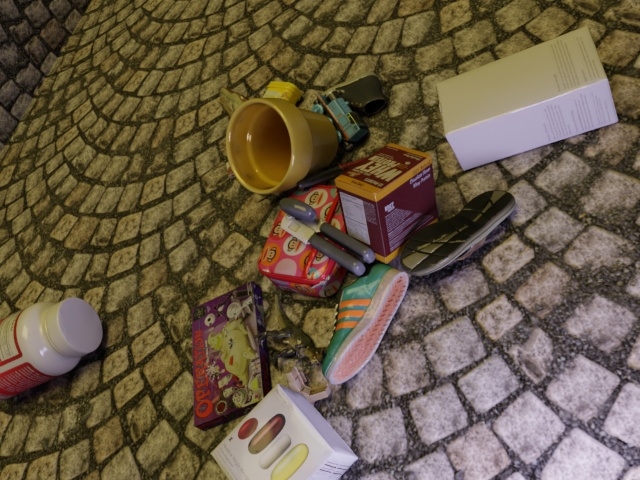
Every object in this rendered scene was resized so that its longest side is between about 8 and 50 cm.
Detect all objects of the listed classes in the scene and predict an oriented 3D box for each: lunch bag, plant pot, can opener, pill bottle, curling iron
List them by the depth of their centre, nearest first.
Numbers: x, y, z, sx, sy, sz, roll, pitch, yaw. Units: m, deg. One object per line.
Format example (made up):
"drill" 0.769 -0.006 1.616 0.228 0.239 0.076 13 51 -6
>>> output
"can opener" 0.001 -0.018 1.505 0.283 0.095 0.076 32 77 38
"lunch bag" 0.000 0.000 1.633 0.258 0.120 0.293 8 64 32
"curling iron" 0.068 -0.187 1.683 0.274 0.035 0.068 -16 21 -12
"plant pot" -0.088 -0.265 1.739 0.254 0.239 0.253 12 110 38
"pill bottle" -0.871 0.322 1.910 0.408 0.229 0.228 -24 49 18

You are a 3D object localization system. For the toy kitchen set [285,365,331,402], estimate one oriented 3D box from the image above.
"toy kitchen set" -0.025 0.318 1.460 0.075 0.083 0.068 -22 9 20

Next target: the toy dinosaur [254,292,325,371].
"toy dinosaur" -0.087 0.242 1.556 0.118 0.064 0.268 -34 45 -10

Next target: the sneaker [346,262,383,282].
"sneaker" 0.109 0.068 1.537 0.098 0.069 0.038 -24 50 18

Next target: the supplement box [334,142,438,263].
"supplement box" 0.159 -0.090 1.485 0.191 0.194 0.129 -35 40 -28

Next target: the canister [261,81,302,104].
"canister" -0.151 -0.422 2.050 0.126 0.073 0.169 16 71 41

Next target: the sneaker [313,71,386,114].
"sneaker" 0.080 -0.400 1.872 0.222 0.083 0.118 -29 53 18

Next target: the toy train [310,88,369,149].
"toy train" 0.052 -0.350 1.822 0.105 0.080 0.184 -40 74 25

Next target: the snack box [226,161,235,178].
"snack box" -0.219 -0.262 2.019 0.178 0.022 0.064 -28 47 16

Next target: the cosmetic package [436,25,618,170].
"cosmetic package" 0.478 -0.331 1.506 0.366 0.155 0.196 -17 51 25

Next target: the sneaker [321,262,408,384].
"sneaker" 0.078 0.182 1.452 0.121 0.108 0.302 22 69 38

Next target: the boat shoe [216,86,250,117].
"boat shoe" -0.289 -0.445 2.110 0.089 0.105 0.285 -64 22 7

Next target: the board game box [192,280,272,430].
"board game box" -0.234 0.289 1.633 0.208 0.056 0.346 -29 48 20

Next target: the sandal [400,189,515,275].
"sandal" 0.322 -0.004 1.443 0.303 0.086 0.120 -31 40 -8

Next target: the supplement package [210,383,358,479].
"supplement package" -0.074 0.447 1.321 0.203 0.149 0.194 -46 58 -2

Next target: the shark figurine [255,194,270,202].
"shark figurine" -0.130 -0.242 1.917 0.116 0.166 0.278 -27 62 50
